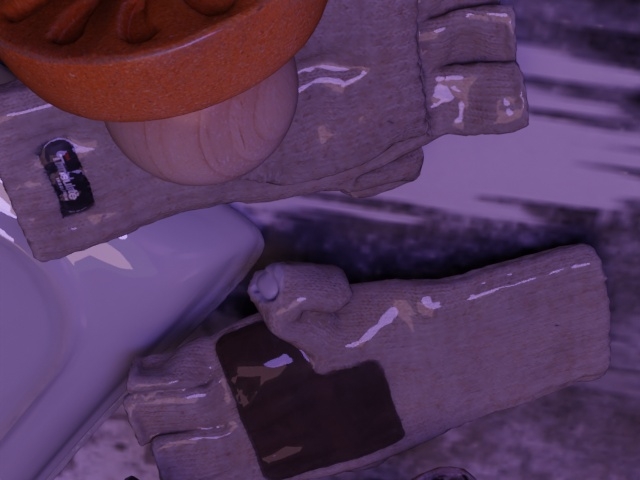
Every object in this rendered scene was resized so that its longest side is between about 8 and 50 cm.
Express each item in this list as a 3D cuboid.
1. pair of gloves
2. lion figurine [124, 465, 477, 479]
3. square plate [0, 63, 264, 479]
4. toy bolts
[{"bbox_3d":[0.000,0.000,0.610,0.204,0.042,0.240,-22,125,1],"label":"pair of gloves"},{"bbox_3d":[0.089,0.209,0.705,0.392,0.142,0.240,21,152,1],"label":"lion figurine"},{"bbox_3d":[-0.259,0.030,0.665,0.347,0.049,0.344,32,120,-17],"label":"square plate"},{"bbox_3d":[-0.026,-0.144,0.479,0.228,0.218,0.158,-33,137,-14],"label":"toy bolts"}]
